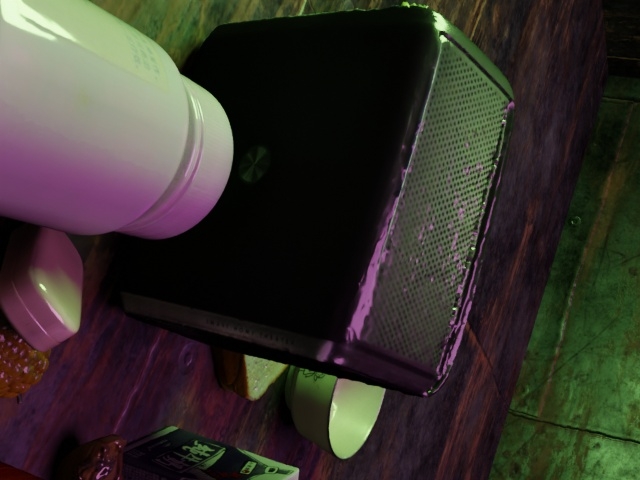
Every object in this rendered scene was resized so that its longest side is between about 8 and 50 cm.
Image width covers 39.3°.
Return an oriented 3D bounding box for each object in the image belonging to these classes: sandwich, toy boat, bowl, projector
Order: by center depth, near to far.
[{"bbox_3d":[-0.275,0.393,1.089,0.089,0.121,0.321,-3,104,-57],"label":"toy boat"},{"bbox_3d":[-0.003,-0.052,1.099,0.242,0.395,0.405,27,75,-46],"label":"projector"},{"bbox_3d":[-0.100,0.121,1.383,0.186,0.065,0.215,-48,140,-46],"label":"sandwich"},{"bbox_3d":[0.020,0.263,1.608,0.237,0.126,0.238,-35,131,-55],"label":"bowl"}]

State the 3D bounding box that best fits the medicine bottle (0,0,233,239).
[{"bbox_3d":[-0.251,-0.120,0.820,0.378,0.213,0.214,21,81,-63],"label":"medicine bottle"}]

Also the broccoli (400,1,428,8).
[{"bbox_3d":[0.130,-0.257,1.495,0.235,0.288,0.260,27,71,-23],"label":"broccoli"}]

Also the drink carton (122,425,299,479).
[{"bbox_3d":[-0.155,0.336,1.184,0.134,0.222,0.102,-7,107,-62],"label":"drink carton"}]

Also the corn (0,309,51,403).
[{"bbox_3d":[-0.351,0.059,0.829,0.101,0.101,0.310,-65,149,-25],"label":"corn"}]

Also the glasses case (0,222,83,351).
[{"bbox_3d":[-0.276,0.038,0.891,0.083,0.050,0.196,62,-1,-23],"label":"glasses case"}]

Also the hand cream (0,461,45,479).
[{"bbox_3d":[-0.348,0.321,0.908,0.193,0.125,0.193,-34,129,-56],"label":"hand cream"}]
